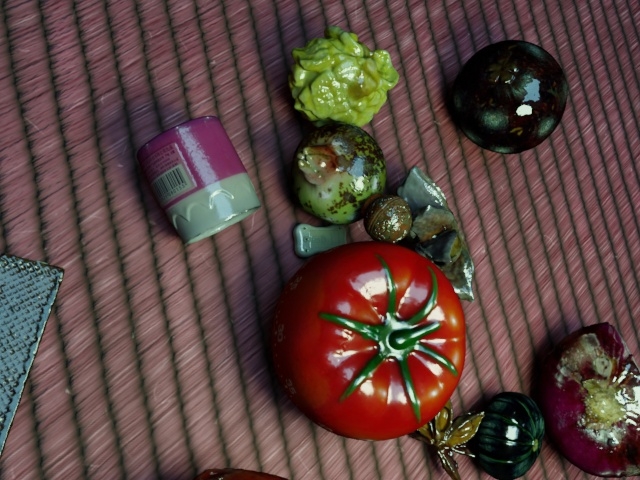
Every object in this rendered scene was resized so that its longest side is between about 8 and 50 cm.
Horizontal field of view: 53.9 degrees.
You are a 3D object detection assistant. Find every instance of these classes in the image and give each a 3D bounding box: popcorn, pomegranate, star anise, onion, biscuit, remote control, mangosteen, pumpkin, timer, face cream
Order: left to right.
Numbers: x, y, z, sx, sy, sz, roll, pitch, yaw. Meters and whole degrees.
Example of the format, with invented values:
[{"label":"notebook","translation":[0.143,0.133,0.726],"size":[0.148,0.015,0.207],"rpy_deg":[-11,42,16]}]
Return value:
[{"label":"biscuit","translation":[-0.534,0.215,1.031],"size":[0.107,0.073,0.388],"rpy_deg":[19,71,-19]},{"label":"face cream","translation":[-0.228,-0.112,1.192],"size":[0.175,0.175,0.195],"rpy_deg":[-27,92,-28]},{"label":"remote control","translation":[0.000,0.000,1.355],"size":[0.122,0.032,0.074],"rpy_deg":[0,79,-25]},{"label":"pomegranate","translation":[0.019,-0.145,1.287],"size":[0.248,0.214,0.214],"rpy_deg":[14,69,-58]},{"label":"popcorn","translation":[0.043,-0.348,1.346],"size":[0.235,0.217,0.181],"rpy_deg":[47,24,-38]},{"label":"timer","translation":[0.090,0.190,1.218],"size":[0.378,0.279,0.378],"rpy_deg":[4,80,-23]},{"label":"star anise","translation":[0.246,-0.014,1.369],"size":[0.118,0.332,0.331],"rpy_deg":[-21,88,9]},{"label":"star anise","translation":[0.271,0.401,1.342],"size":[0.212,0.053,0.157],"rpy_deg":[43,96,16]},{"label":"pumpkin","translation":[0.418,0.432,1.391],"size":[0.194,0.150,0.194],"rpy_deg":[0,89,-23]},{"label":"mangosteen","translation":[0.461,-0.341,1.534],"size":[0.288,0.288,0.288],"rpy_deg":[6,76,-24]},{"label":"onion","translation":[0.632,0.375,1.451],"size":[0.282,0.260,0.336],"rpy_deg":[0,63,-65]}]

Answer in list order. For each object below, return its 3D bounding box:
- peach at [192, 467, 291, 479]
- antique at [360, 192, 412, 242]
[{"label":"peach","translation":[-0.140,0.549,0.993],"size":[0.370,0.370,0.370],"rpy_deg":[6,76,-24]},{"label":"antique","translation":[0.133,-0.042,1.244],"size":[0.104,0.104,0.104],"rpy_deg":[6,76,-24]}]
